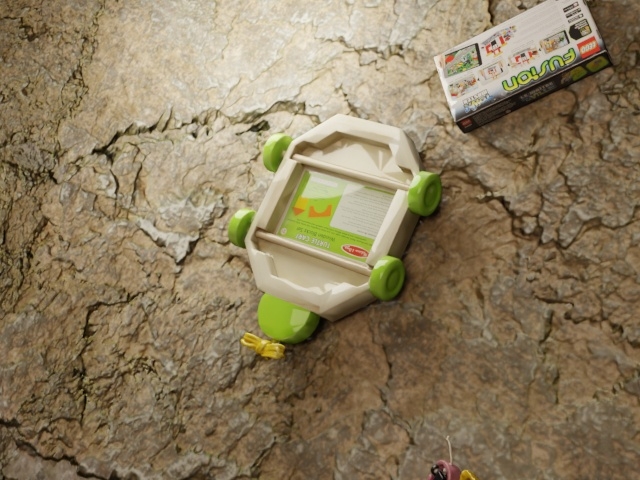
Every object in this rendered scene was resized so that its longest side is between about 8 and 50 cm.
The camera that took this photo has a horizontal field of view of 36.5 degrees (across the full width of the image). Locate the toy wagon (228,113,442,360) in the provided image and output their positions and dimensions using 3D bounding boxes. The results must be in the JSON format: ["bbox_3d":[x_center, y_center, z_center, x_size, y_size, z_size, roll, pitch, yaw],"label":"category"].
[{"bbox_3d":[0.000,0.000,1.287,0.267,0.068,0.344,19,81,35],"label":"toy wagon"}]

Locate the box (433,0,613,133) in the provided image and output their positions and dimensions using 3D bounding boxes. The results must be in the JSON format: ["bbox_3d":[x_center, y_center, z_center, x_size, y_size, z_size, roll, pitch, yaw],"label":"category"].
[{"bbox_3d":[0.257,-0.232,1.251,0.207,0.036,0.114,-24,59,20],"label":"box"}]

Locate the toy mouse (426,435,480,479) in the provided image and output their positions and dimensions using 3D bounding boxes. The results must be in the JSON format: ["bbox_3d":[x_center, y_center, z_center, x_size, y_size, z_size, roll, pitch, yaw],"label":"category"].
[{"bbox_3d":[0.145,0.304,1.077,0.143,0.031,0.161,-56,30,39],"label":"toy mouse"}]
